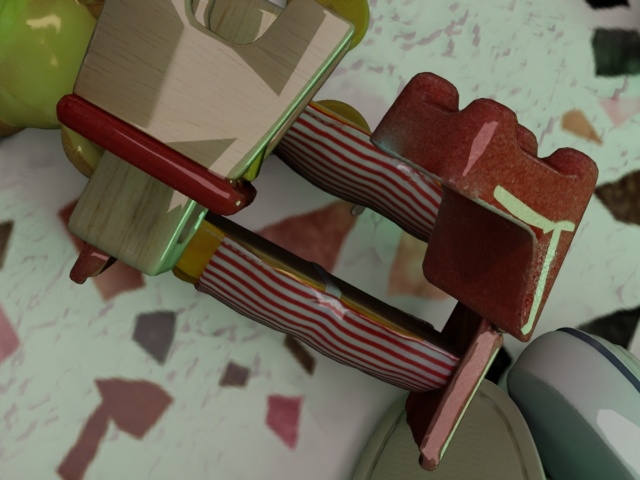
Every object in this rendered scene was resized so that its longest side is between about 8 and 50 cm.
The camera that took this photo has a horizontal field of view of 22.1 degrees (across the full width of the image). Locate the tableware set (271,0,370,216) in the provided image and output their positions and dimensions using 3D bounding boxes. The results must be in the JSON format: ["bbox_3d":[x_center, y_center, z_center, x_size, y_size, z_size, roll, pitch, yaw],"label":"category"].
[{"bbox_3d":[-0.006,-0.095,0.894,0.154,0.024,0.104,42,75,-10],"label":"tableware set"}]

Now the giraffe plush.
[{"bbox_3d":[-0.163,-0.116,0.786,0.170,0.210,0.181,36,74,-42],"label":"giraffe plush"}]

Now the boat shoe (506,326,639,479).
[{"bbox_3d":[0.261,0.155,0.906,0.156,0.136,0.367,-45,103,-13],"label":"boat shoe"}]

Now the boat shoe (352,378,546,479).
[{"bbox_3d":[0.086,0.244,0.858,0.127,0.113,0.340,-16,63,18],"label":"boat shoe"}]

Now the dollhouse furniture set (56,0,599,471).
[{"bbox_3d":[0.000,0.000,0.687,0.201,0.374,0.152,28,93,-1],"label":"dollhouse furniture set"}]
